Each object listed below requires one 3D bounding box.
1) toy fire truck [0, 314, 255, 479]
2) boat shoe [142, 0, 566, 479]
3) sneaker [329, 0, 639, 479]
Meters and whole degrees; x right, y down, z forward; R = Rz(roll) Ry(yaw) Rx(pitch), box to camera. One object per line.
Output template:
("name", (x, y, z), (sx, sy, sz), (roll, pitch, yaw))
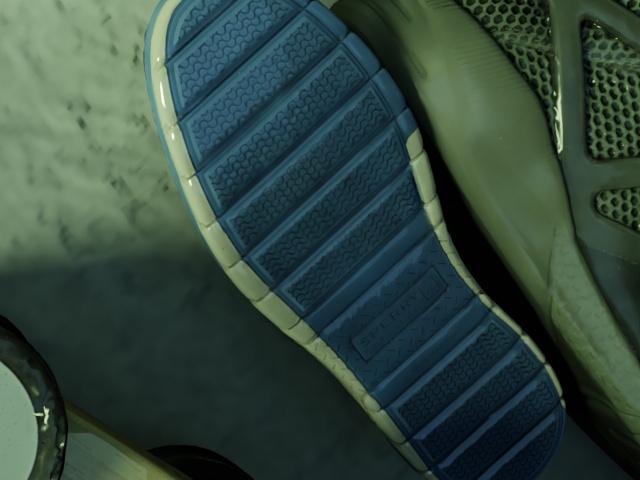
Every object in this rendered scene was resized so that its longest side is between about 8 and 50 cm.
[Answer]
("toy fire truck", (-0.092, 0.160, 0.463), (0.217, 0.158, 0.246), (34, 83, -11))
("boat shoe", (0.000, 0.000, 0.509), (0.066, 0.066, 0.183), (-38, 117, -12))
("sneaker", (0.111, -0.009, 0.547), (0.130, 0.087, 0.227), (-35, 106, -8))
